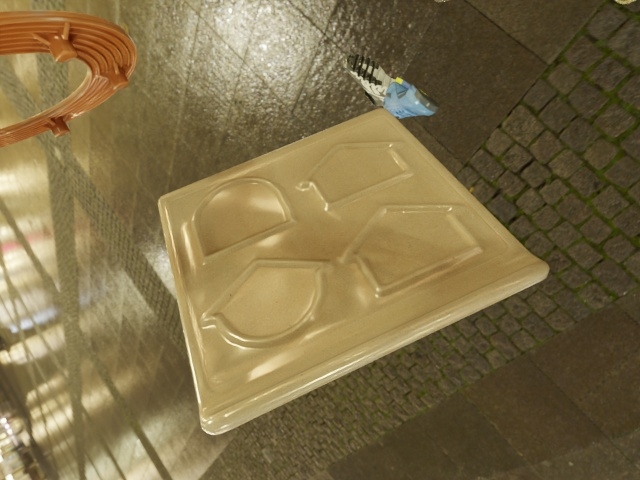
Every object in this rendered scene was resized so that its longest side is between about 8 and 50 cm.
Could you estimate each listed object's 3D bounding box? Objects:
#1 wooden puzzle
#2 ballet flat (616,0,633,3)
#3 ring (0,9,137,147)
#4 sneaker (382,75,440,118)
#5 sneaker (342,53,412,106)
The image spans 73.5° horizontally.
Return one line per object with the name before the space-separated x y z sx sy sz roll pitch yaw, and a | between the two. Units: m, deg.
wooden puzzle | 0.000 0.000 0.477 0.348 0.321 0.081 -120 10 -45
ballet flat | 0.423 -0.480 0.653 0.123 0.348 0.123 -30 53 49
ring | -0.353 -0.139 0.459 0.336 0.336 0.032 -13 107 48
sneaker | 0.178 -0.276 0.881 0.069 0.209 0.082 30 110 -22
sneaker | 0.154 -0.432 1.207 0.234 0.078 0.106 23 159 -17
